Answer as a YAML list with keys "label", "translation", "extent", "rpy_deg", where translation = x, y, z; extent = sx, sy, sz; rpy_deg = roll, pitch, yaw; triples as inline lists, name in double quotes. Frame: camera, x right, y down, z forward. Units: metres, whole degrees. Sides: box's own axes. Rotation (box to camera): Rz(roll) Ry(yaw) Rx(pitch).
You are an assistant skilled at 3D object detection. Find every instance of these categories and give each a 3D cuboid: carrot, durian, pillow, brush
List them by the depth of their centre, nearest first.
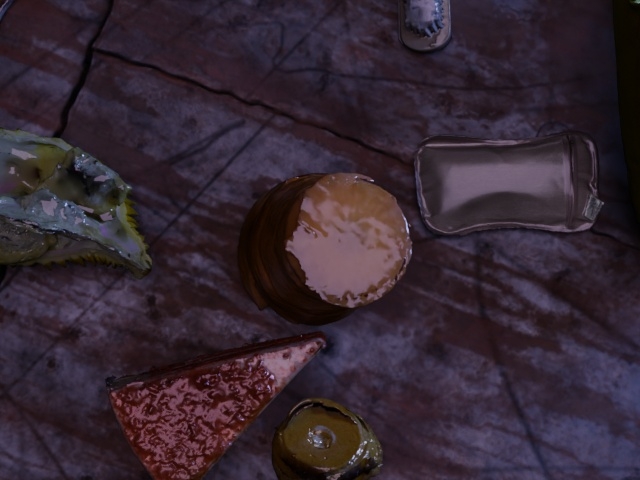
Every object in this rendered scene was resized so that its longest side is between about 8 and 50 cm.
- label: "carrot"
  translation: [0.000, 0.000, 1.439]
  extent: [0.196, 0.254, 0.195]
  rpy_deg: [1, 84, -5]
- label: "durian"
  translation: [-0.336, -0.043, 1.480]
  extent: [0.306, 0.166, 0.172]
  rpy_deg: [21, 85, -8]
- label: "pillow"
  translation: [0.234, -0.070, 1.556]
  extent: [0.233, 0.038, 0.130]
  rpy_deg: [-3, 86, -1]
- label: "brush"
  translation: [0.128, -0.402, 1.581]
  extent: [0.070, 0.065, 0.327]
  rpy_deg: [-2, 82, 10]

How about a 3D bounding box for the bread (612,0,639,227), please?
- label: "bread"
  translation: [0.469, -0.151, 1.439]
  extent: [0.251, 0.208, 0.376]
  rpy_deg: [-2, 107, 21]

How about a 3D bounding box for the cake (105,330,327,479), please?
- label: "cake"
  translation: [-0.103, 0.207, 1.459]
  extent: [0.262, 0.158, 0.159]
  rpy_deg: [-13, 88, -4]

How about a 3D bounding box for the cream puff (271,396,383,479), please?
- label: "cream puff"
  translation: [0.007, 0.251, 1.480]
  extent: [0.133, 0.104, 0.119]
  rpy_deg: [0, 51, -8]

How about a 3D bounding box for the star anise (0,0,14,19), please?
- label: "star anise"
  translation: [-0.285, -0.330, 1.591]
  extent: [0.227, 0.218, 0.148]
  rpy_deg: [-12, 119, 36]
